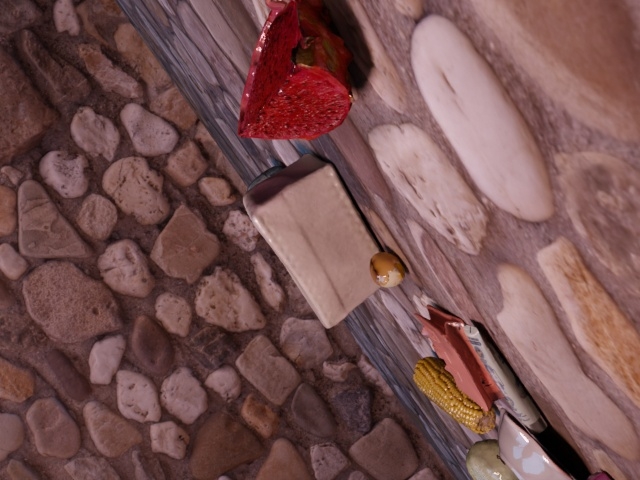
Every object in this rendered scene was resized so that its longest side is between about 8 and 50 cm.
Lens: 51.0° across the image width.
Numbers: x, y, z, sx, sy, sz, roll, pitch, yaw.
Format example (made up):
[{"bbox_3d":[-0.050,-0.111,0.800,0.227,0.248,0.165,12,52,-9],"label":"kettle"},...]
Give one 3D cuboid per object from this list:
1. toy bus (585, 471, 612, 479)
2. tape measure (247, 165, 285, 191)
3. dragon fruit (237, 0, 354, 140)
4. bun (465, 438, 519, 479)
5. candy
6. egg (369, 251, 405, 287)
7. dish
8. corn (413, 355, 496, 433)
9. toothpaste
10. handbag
[{"bbox_3d":[0.522,0.509,1.076,0.274,0.090,0.112,46,161,36],"label":"toy bus"},{"bbox_3d":[-0.097,-0.079,1.945,0.275,0.147,0.256,50,171,15],"label":"tape measure"},{"bbox_3d":[-0.019,-0.242,0.905,0.274,0.126,0.161,150,121,-65],"label":"dragon fruit"},{"bbox_3d":[0.447,0.555,1.591,0.204,0.126,0.212,52,165,12],"label":"bun"},{"bbox_3d":[-0.003,0.001,1.500,0.358,0.208,0.145,57,173,-29],"label":"candy"},{"bbox_3d":[0.140,0.061,1.432,0.071,0.071,0.083,63,-178,-52],"label":"egg"},{"bbox_3d":[0.405,0.430,1.290,0.229,0.081,0.229,45,-178,-2],"label":"dish"},{"bbox_3d":[0.316,0.371,1.653,0.101,0.101,0.310,56,174,-22],"label":"corn"},{"bbox_3d":[0.336,0.252,1.225,0.239,0.039,0.062,55,171,-7],"label":"toothpaste"},{"bbox_3d":[0.287,0.238,1.381,0.212,0.059,0.157,57,171,-17],"label":"handbag"}]
